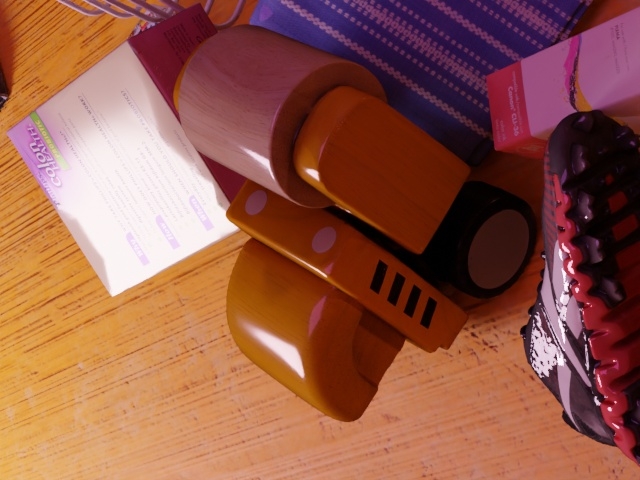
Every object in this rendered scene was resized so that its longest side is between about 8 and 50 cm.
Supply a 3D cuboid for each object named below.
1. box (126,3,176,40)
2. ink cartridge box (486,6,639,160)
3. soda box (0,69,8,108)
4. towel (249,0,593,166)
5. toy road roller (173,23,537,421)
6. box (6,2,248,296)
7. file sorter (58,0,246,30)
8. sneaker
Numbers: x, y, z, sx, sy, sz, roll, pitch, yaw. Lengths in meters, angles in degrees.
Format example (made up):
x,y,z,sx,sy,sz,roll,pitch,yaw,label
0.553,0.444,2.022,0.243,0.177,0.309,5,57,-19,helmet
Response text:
x,y,z,sx,sy,sz,roll,pitch,yaw,label
-0.217,-0.163,1.643,0.207,0.036,0.114,-50,52,33,box
0.237,-0.117,1.053,0.198,0.115,0.067,-21,68,46,ink cartridge box
-0.488,-0.250,1.946,0.053,0.060,0.169,-46,53,34,soda box
0.114,-0.246,1.161,0.336,0.243,0.040,-56,3,27,towel
0.000,0.000,1.158,0.202,0.329,0.241,28,85,46,toy road roller
-0.172,-0.088,1.451,0.243,0.117,0.214,-27,98,44,box
-0.204,-0.339,1.504,0.277,0.193,0.173,16,84,49,file sorter
0.201,0.038,1.044,0.135,0.097,0.276,5,115,57,sneaker
